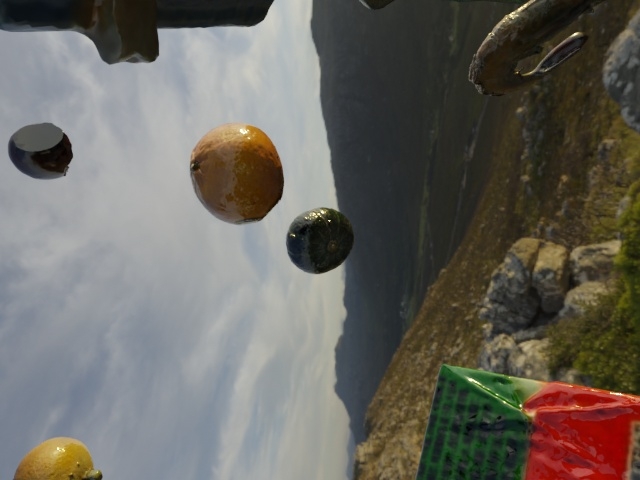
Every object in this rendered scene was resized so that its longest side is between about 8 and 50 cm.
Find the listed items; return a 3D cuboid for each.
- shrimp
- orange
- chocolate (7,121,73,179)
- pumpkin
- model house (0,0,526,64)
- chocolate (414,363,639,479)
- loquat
[{"bbox_3d":[0.348,-0.306,0.691,0.173,0.253,0.058,39,-151,-54],"label":"shrimp"},{"bbox_3d":[-0.177,-0.139,0.964,0.219,0.192,0.220,178,90,-74],"label":"orange"},{"bbox_3d":[-0.609,-0.188,1.005,0.133,0.127,0.124,107,153,-55],"label":"chocolate"},{"bbox_3d":[-0.001,0.000,1.213,0.146,0.190,0.191,-125,34,-64],"label":"pumpkin"},{"bbox_3d":[-0.033,-0.297,0.294,0.334,0.381,0.343,-41,-41,-54],"label":"model house"},{"bbox_3d":[0.327,0.409,0.707,0.161,0.341,0.360,40,-120,-38],"label":"chocolate"},{"bbox_3d":[-0.550,0.504,0.951,0.149,0.204,0.172,53,-149,-62],"label":"loquat"}]
